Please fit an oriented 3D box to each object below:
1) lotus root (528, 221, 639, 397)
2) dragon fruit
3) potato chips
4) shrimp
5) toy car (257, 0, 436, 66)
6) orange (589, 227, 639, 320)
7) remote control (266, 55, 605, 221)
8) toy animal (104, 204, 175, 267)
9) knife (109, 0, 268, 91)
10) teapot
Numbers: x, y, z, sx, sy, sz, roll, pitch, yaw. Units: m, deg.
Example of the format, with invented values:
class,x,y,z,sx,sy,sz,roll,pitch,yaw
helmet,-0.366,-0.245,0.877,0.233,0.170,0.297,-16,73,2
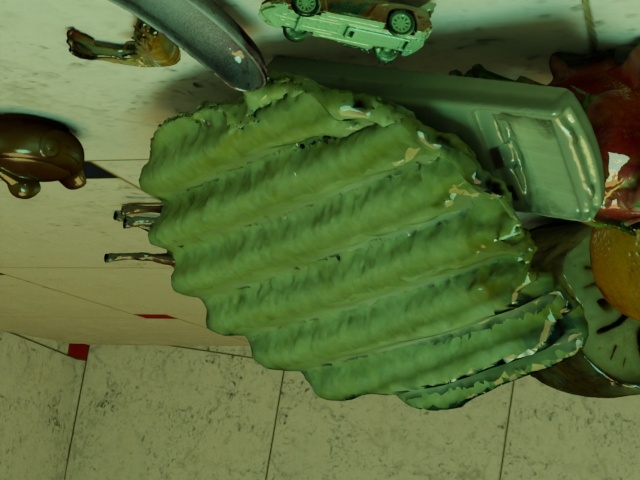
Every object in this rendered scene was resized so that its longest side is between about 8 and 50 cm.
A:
class,x,y,z,sx,sy,sz,roll,pitch,yaw
lotus root,0.348,0.075,1.541,0.250,0.250,0.346,5,176,-13
dragon fruit,0.212,-0.090,0.951,0.236,0.135,0.137,28,155,-10
potato chips,0.017,0.015,1.057,0.429,0.070,0.358,-18,118,49
shrimp,-0.151,-0.154,0.950,0.091,0.025,0.127,6,172,-9
toy car,0.018,-0.156,0.867,0.122,0.035,0.059,13,169,-6
orange,0.394,0.003,1.279,0.224,0.170,0.224,-2,-169,0
remote control,0.082,-0.081,0.956,0.285,0.038,0.123,9,143,37
toy animal,-0.161,0.013,1.702,0.260,0.087,0.243,9,170,-18
knife,-0.105,-0.162,0.821,0.123,0.053,0.278,-9,167,26
teapot,-0.292,-0.079,1.246,0.098,0.078,0.129,-3,168,32
